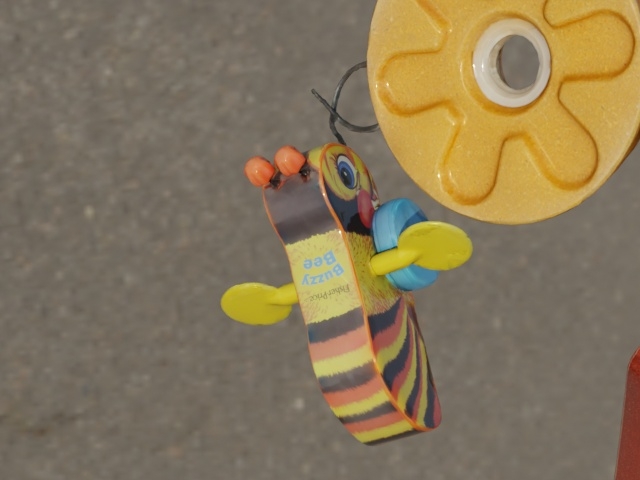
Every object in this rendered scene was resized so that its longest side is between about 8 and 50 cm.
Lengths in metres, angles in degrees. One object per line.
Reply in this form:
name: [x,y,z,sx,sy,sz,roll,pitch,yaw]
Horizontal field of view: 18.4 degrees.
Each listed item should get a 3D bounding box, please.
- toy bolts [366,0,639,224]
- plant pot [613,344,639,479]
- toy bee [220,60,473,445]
toy bolts: [0.039,-0.120,0.559,0.158,0.228,0.218,-12,78,-54]
plant pot: [0.347,0.103,1.134,0.267,0.235,0.267,-43,156,-16]
toy bee: [0.000,0.000,1.456,0.162,0.195,0.298,21,34,-54]
